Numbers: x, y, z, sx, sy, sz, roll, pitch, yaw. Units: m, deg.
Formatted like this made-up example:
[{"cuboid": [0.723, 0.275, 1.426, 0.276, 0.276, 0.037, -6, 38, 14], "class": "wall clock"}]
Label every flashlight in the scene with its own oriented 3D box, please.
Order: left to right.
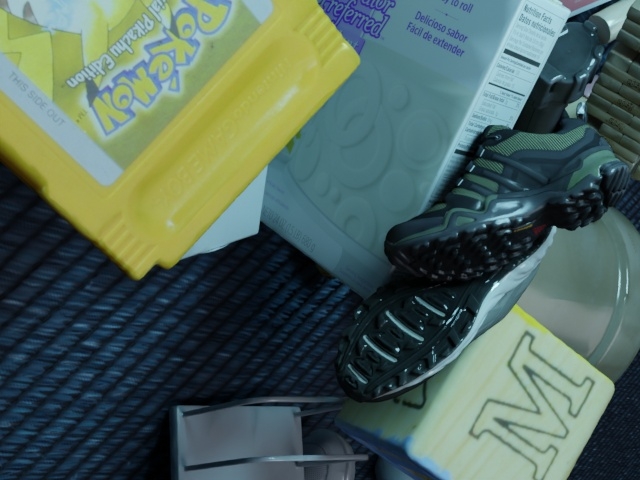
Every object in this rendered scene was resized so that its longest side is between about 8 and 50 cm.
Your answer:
[{"cuboid": [0.294, -0.180, 1.312, 0.103, 0.103, 0.304, -7, 162, -1], "class": "flashlight"}]

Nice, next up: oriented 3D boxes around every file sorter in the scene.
[{"cuboid": [-0.048, 0.326, 1.207, 0.193, 0.173, 0.277, 8, 72, -39], "class": "file sorter"}]

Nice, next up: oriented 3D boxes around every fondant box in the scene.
[{"cuboid": [0.067, -0.132, 1.046, 0.096, 0.238, 0.330, 8, 112, -50], "class": "fondant box"}]

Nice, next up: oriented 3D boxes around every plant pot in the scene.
[{"cuboid": [0.233, 0.053, 1.383, 0.280, 0.323, 0.323, 21, 102, -39], "class": "plant pot"}]

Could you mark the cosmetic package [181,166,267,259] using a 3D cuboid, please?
[{"cuboid": [-0.113, -0.105, 0.991, 0.117, 0.085, 0.231, -18, 133, -40], "class": "cosmetic package"}]

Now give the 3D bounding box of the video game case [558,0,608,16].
[{"cuboid": [0.293, -0.372, 1.216, 0.204, 0.025, 0.285, -22, 145, 9], "class": "video game case"}]

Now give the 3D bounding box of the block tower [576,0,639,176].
[{"cuboid": [0.373, -0.162, 1.249, 0.097, 0.091, 0.335, -46, 162, -29], "class": "block tower"}]

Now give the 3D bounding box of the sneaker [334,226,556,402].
[{"cuboid": [0.128, 0.068, 0.992, 0.271, 0.100, 0.108, -39, 147, -21], "class": "sneaker"}]

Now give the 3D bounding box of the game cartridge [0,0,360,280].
[{"cuboid": [-0.151, -0.161, 0.821, 0.285, 0.053, 0.323, -49, 121, -9], "class": "game cartridge"}]

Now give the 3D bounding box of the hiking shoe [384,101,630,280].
[{"cuboid": [0.159, -0.044, 0.943, 0.227, 0.114, 0.086, -21, 144, 2], "class": "hiking shoe"}]

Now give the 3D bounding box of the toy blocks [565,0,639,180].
[{"cuboid": [0.510, -0.182, 1.423, 0.260, 0.309, 0.288, -29, 161, -23], "class": "toy blocks"}]

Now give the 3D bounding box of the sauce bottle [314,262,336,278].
[{"cuboid": [0.000, 0.000, 1.254, 0.042, 0.042, 0.128, -46, 143, -13], "class": "sauce bottle"}]

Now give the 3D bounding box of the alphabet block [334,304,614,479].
[{"cuboid": [0.168, 0.183, 1.147, 0.193, 0.192, 0.197, 38, 77, -22], "class": "alphabet block"}]

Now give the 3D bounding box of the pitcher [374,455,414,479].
[{"cuboid": [0.171, 0.420, 1.670, 0.178, 0.207, 0.125, -26, 137, -35], "class": "pitcher"}]

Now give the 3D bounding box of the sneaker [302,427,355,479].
[{"cuboid": [-0.108, 0.371, 1.352, 0.366, 0.137, 0.210, -44, 147, -11], "class": "sneaker"}]
